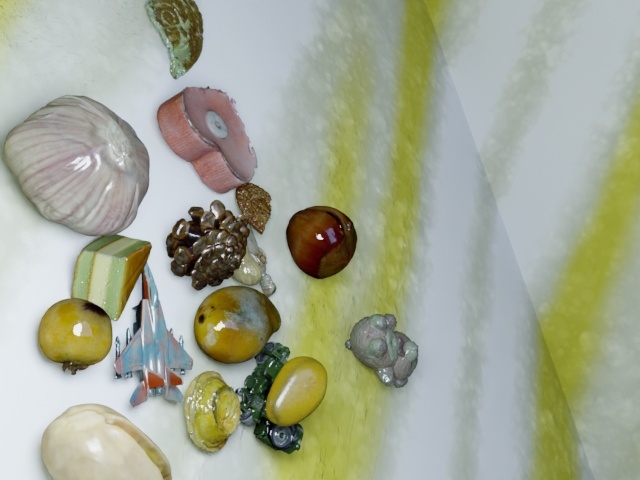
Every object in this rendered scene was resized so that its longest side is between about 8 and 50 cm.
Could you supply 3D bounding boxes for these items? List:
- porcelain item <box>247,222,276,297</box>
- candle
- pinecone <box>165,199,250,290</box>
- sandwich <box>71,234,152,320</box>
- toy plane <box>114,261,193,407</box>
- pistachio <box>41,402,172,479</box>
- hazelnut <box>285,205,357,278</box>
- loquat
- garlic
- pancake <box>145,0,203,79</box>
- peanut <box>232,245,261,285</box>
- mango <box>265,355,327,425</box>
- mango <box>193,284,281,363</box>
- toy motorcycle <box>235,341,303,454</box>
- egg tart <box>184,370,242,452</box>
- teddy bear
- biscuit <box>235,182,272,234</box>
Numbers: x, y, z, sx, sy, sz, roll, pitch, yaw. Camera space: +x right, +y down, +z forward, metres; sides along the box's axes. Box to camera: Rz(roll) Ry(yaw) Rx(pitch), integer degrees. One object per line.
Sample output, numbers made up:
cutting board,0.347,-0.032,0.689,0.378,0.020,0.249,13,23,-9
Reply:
porcelain item,-0.180,0.058,2.079,0.084,0.054,0.213,-33,99,-53
candle,-0.311,-0.298,2.050,0.317,0.131,0.287,47,33,-40
pinecone,-0.280,0.010,1.853,0.202,0.229,0.201,19,11,-31
sandwich,-0.463,0.076,1.685,0.187,0.117,0.144,-62,164,-76
toy plane,-0.386,0.206,1.697,0.222,0.104,0.327,8,61,-51
pistachio,-0.418,0.447,1.483,0.299,0.187,0.188,55,37,-25
hazelnut,0.000,0.000,2.233,0.251,0.217,0.217,-11,80,-63
loquat,-0.497,0.191,1.535,0.163,0.137,0.163,-12,90,-70
garlic,-0.500,-0.162,1.620,0.317,0.259,0.318,23,55,-38
pancake,-0.423,-0.627,2.148,0.197,0.054,0.377,20,55,-47
peanut,-0.225,0.041,2.005,0.187,0.082,0.082,61,36,-7
mango,-0.063,0.368,1.835,0.195,0.098,0.137,-38,106,-34
mango,-0.198,0.205,1.900,0.316,0.146,0.193,-11,78,-59
toy motorcycle,-0.108,0.401,1.924,0.205,0.127,0.275,42,46,-26
egg tart,-0.243,0.401,1.768,0.191,0.074,0.191,-7,90,-65
teddy bear,0.205,0.341,2.334,0.267,0.151,0.236,33,49,-33
biscuit,-0.189,-0.107,2.136,0.126,0.025,0.206,40,26,-24
